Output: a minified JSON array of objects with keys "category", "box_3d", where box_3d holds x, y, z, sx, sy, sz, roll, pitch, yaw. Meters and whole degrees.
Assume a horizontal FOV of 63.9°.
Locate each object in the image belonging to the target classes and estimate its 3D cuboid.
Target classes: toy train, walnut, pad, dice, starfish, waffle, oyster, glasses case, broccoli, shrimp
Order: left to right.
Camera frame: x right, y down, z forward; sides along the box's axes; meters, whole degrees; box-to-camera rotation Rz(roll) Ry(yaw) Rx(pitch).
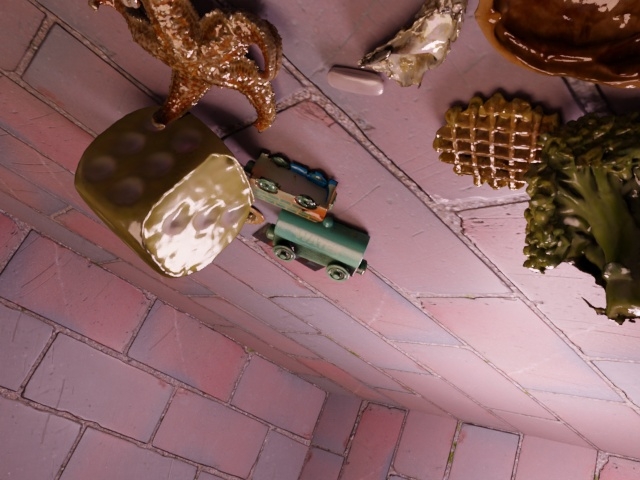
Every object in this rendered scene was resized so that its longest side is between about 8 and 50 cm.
[{"category":"dice","box_3d":[-0.287,-0.091,0.961,0.227,0.238,0.233,36,160,24]},{"category":"starfish","box_3d":[-0.194,-0.264,0.743,0.312,0.113,0.303,26,156,-13]},{"category":"shrimp","box_3d":[-0.193,-0.067,1.266,0.114,0.023,0.083,-2,144,34]},{"category":"toy train","box_3d":[-0.058,-0.106,1.003,0.188,0.072,0.099,23,164,2]},{"category":"pad","box_3d":[-0.072,0.022,1.372,0.211,0.003,0.143,30,155,-16]},{"category":"toy train","box_3d":[0.000,0.000,1.165,0.248,0.101,0.159,22,141,0]},{"category":"glasses case","box_3d":[0.049,-0.222,0.716,0.083,0.021,0.032,15,153,17]},{"category":"oyster","box_3d":[0.118,-0.237,0.607,0.106,0.061,0.200,17,166,-36]},{"category":"waffle","box_3d":[0.247,-0.130,0.713,0.191,0.038,0.191,19,157,8]},{"category":"walnut","box_3d":[0.252,-0.222,0.449,0.211,0.087,0.167,19,162,29]},{"category":"broccoli","box_3d":[0.335,-0.052,0.575,0.242,0.273,0.180,-11,112,35]}]
